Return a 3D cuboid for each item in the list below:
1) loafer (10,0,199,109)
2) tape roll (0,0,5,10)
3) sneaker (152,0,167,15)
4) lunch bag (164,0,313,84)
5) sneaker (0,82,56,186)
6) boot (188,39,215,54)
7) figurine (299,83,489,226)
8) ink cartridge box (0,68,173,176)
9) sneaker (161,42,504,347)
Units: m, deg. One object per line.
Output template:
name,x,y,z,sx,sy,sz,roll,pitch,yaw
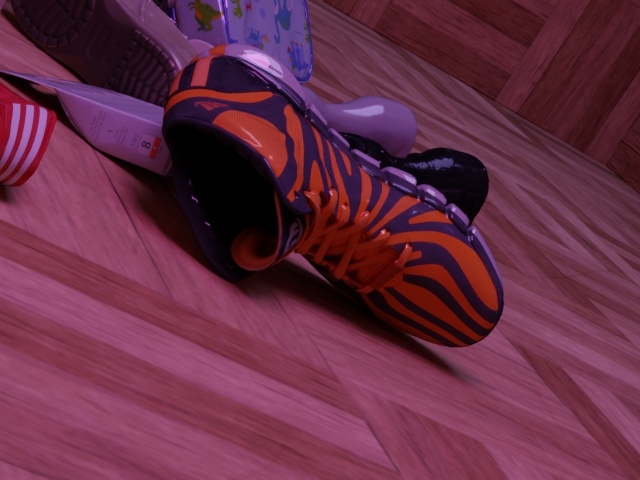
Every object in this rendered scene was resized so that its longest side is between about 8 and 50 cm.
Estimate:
loafer,-0.192,-0.191,1.641,0.268,0.102,0.092,50,17,28
tape roll,-0.298,-0.179,0.916,0.169,0.246,0.246,42,14,35
sneaker,-0.179,-0.259,2.042,0.076,0.065,0.166,16,-14,45
lunch bag,-0.092,-0.252,1.996,0.219,0.090,0.176,4,74,-64
sneaker,-0.258,-0.107,1.183,0.128,0.087,0.221,31,20,-53
boot,-0.068,-0.144,1.829,0.086,0.069,0.190,28,10,-49
figurine,0.047,-0.104,1.950,0.209,0.092,0.215,15,20,-45
ink cartridge box,-0.168,-0.095,1.479,0.179,0.045,0.145,17,6,20
sneaker,0.000,0.000,1.347,0.321,0.124,0.180,38,27,-9
